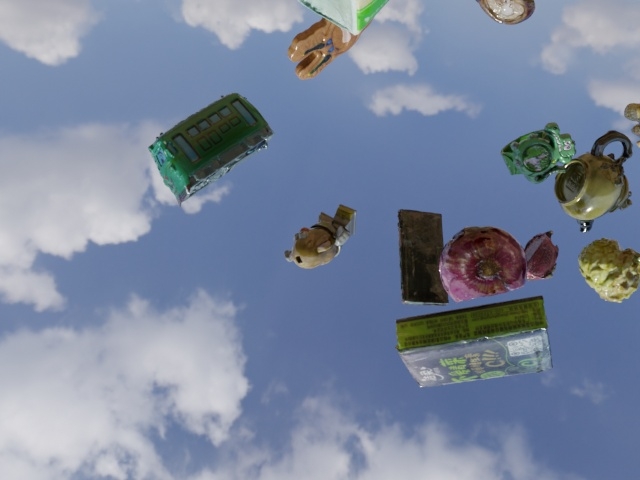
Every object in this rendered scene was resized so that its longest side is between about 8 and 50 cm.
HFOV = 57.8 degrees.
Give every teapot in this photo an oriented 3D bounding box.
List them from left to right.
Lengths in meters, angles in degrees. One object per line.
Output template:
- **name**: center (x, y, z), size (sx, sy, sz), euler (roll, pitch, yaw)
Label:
- **teapot**: center (0.715, -0.143, 1.476), size (0.182, 0.270, 0.173), euler (13, -157, -14)

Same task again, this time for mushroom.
- **mushroom**: center (0.380, -0.492, 1.186), size (0.123, 0.052, 0.123), euler (26, 179, 0)

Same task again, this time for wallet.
- **wallet**: center (0.335, 0.057, 1.908), size (0.168, 0.044, 0.317), euler (5, -108, -18)

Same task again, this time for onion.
- **onion**: center (0.400, 0.051, 1.442), size (0.207, 0.201, 0.200), euler (-10, -156, 34)

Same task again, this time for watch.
- **watch**: center (0.565, -0.229, 1.510), size (0.165, 0.131, 0.152), euler (-29, -168, 13)

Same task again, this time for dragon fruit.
- **dragon fruit**: center (0.583, 0.057, 1.529), size (0.096, 0.102, 0.147), euler (35, -100, 3)

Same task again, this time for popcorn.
- **popcorn**: center (0.735, 0.075, 1.464), size (0.173, 0.142, 0.173), euler (26, -165, -7)

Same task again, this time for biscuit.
- **biscuit**: center (0.047, -0.620, 1.741), size (0.333, 0.202, 0.047), euler (-41, -109, -4)

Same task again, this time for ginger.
- **ginger**: center (0.877, -0.300, 1.517), size (0.117, 0.065, 0.298), euler (-9, 160, 34)

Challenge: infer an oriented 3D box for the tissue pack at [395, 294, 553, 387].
- **tissue pack**: center (0.256, 0.173, 0.956), size (0.235, 0.173, 0.073), euler (-12, -128, 18)

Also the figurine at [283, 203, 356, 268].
- **figurine**: center (0.001, 0.001, 2.176), size (0.167, 0.342, 0.285), euler (42, -128, 3)

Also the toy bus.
- **toy bus**: center (-0.323, -0.275, 1.682), size (0.343, 0.183, 0.200), euler (-39, -85, -26)

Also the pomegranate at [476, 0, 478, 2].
- **pomegranate**: center (0.469, -0.688, 1.518), size (0.138, 0.126, 0.163), euler (13, -126, 38)

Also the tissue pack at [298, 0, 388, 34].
- **tissue pack**: center (0.120, -0.621, 1.009), size (0.205, 0.332, 0.405), euler (38, -95, 15)
